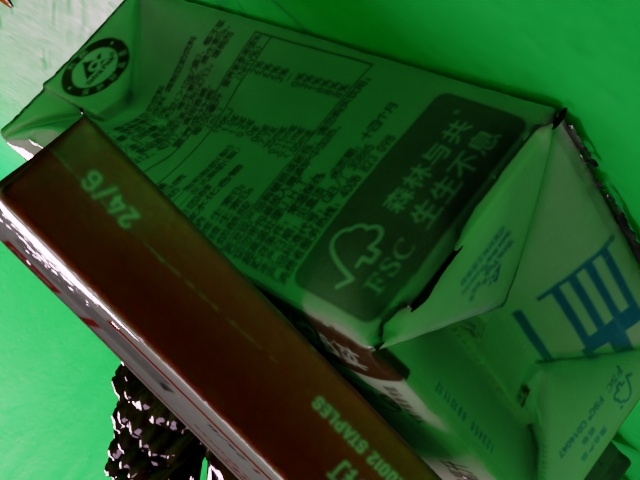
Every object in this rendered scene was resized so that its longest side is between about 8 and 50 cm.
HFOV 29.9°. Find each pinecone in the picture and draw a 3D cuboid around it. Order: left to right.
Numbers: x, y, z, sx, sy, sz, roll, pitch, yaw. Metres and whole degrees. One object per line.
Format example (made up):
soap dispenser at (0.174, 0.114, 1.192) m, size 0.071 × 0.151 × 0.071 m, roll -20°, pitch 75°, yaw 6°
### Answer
pinecone at (-0.021, 0.141, 0.944) m, size 0.292 × 0.246 × 0.246 m, roll 23°, pitch 174°, yaw -22°

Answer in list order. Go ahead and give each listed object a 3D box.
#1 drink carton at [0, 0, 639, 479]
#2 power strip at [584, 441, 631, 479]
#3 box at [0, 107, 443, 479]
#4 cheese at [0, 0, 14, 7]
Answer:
drink carton at (0.000, 0.000, 0.618) m, size 0.325 × 0.132 × 0.194 m, roll 27°, pitch 162°, yaw 46°
power strip at (0.151, 0.143, 0.865) m, size 0.216 × 0.061 × 0.145 m, roll 44°, pitch 167°, yaw -30°
box at (-0.047, 0.050, 0.513) m, size 0.229 × 0.050 × 0.123 m, roll 47°, pitch 165°, yaw -13°
cheese at (-0.275, -0.208, 0.901) m, size 0.111 × 0.017 × 0.047 m, roll 35°, pitch 170°, yaw 14°
